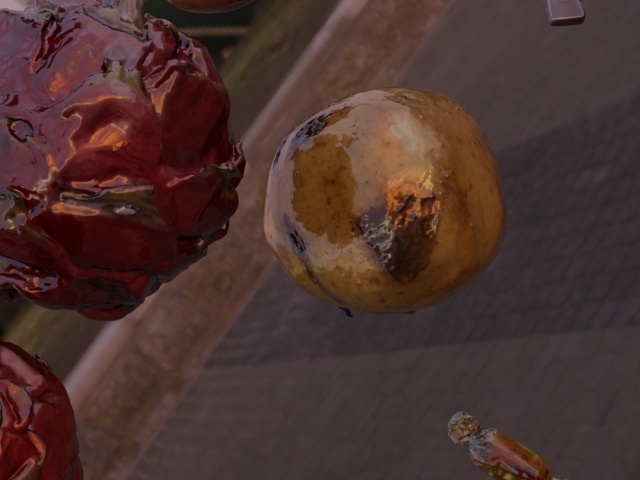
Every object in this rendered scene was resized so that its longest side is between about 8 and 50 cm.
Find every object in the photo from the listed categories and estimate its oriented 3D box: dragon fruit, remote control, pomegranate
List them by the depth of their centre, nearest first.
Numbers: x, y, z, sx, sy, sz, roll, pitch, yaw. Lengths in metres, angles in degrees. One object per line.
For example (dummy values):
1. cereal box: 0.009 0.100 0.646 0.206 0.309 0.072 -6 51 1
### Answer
1. dragon fruit: -0.307 0.188 0.976 0.244 0.244 0.299 -54 -12 -9
2. dragon fruit: -0.228 -0.080 1.189 0.329 0.329 0.329 -50 11 14
3. pomegranate: 0.076 -0.042 1.355 0.281 0.281 0.281 -50 11 14
4. remote control: 0.355 -0.404 1.843 0.028 0.059 0.212 82 -178 -53

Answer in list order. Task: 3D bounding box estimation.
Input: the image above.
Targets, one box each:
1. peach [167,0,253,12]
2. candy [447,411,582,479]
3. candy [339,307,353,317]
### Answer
1. peach: -0.131 -0.389 1.441 0.232 0.232 0.232 -50 11 14
2. candy: 0.226 0.262 1.405 0.053 0.182 0.046 -64 -5 35
3. candy: 0.000 0.000 1.764 0.070 0.145 0.275 -22 -30 3
